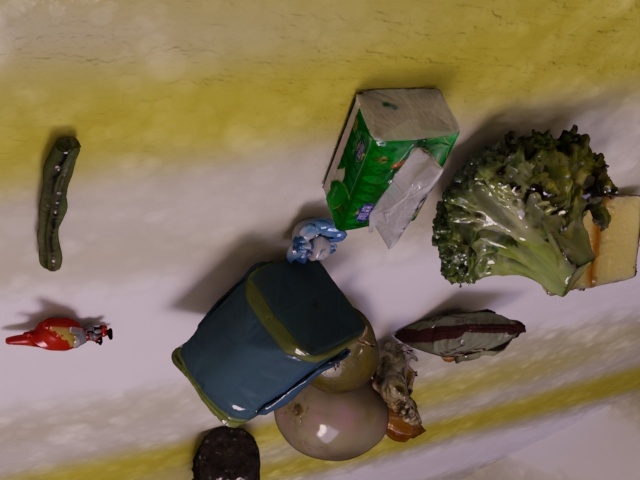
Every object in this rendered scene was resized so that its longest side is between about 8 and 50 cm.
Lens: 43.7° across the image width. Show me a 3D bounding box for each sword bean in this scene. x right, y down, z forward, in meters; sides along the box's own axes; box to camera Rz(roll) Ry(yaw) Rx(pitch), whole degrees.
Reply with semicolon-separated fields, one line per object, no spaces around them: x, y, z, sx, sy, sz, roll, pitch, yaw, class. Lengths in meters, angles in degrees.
-0.369;-0.044;1.111;0.043;0.038;0.269;16;137;-11;sword bean

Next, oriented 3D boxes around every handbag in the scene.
-0.087;0.174;1.410;0.241;0.222;0.263;-45;170;30;handbag
0.326;0.221;1.840;0.234;0.127;0.213;10;160;-34;handbag

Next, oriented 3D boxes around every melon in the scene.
0.026;0.390;1.827;0.223;0.223;0.317;-37;147;22;melon

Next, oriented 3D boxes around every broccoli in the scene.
0.353;-0.044;1.395;0.324;0.272;0.334;-47;167;-51;broccoli

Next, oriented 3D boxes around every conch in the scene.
0.163;0.481;2.180;0.330;0.109;0.093;27;87;-26;conch

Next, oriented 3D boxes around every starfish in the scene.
0.060;0.194;1.530;0.133;0.041;0.130;-47;153;22;starfish

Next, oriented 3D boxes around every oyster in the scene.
0.174;0.328;1.833;0.106;0.201;0.354;-10;164;7;oyster

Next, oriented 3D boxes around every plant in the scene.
-0.244;0.605;2.041;0.181;0.194;0.321;2;138;-13;plant

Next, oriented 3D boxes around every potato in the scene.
0.042;0.231;1.656;0.174;0.159;0.251;-37;151;5;potato

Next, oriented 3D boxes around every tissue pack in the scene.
0.110;-0.101;1.208;0.147;0.156;0.209;-5;145;-22;tissue pack

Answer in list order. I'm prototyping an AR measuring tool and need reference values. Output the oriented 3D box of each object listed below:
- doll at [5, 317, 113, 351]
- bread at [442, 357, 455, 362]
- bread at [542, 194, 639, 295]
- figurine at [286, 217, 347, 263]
-0.432;0.158;1.357;0.109;0.057;0.169;-21;168;30;doll
0.375;0.268;2.025;0.157;0.044;0.052;-18;142;-9;bread
0.572;0.000;1.659;0.239;0.135;0.178;-8;146;-18;bread
0.000;0.000;1.360;0.114;0.079;0.114;-16;141;-13;figurine
